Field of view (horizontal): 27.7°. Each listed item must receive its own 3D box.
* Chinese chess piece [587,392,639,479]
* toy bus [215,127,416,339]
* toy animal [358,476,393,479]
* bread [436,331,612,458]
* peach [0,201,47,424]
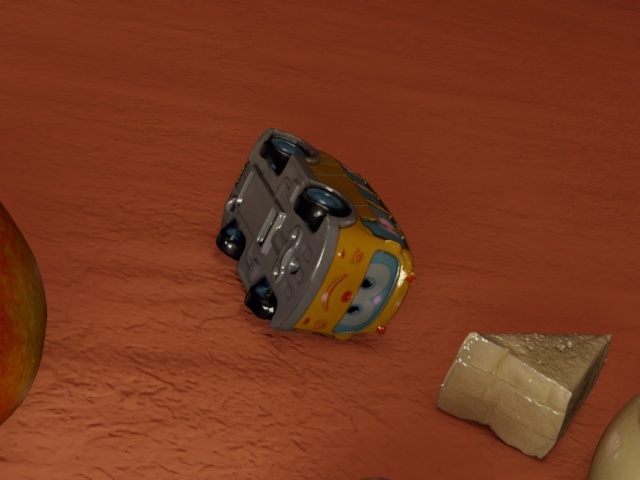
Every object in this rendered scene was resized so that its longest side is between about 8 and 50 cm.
[{"bbox_3d":[0.341,0.216,1.007,0.273,0.102,0.273,16,25,-8],"label":"Chinese chess piece"},{"bbox_3d":[0.000,0.000,1.180,0.136,0.126,0.209,16,23,-28],"label":"toy bus"},{"bbox_3d":[0.037,0.223,0.737,0.156,0.156,0.230,17,15,-6],"label":"toy animal"},{"bbox_3d":[0.182,0.113,1.131,0.105,0.077,0.152,28,25,16],"label":"bread"},{"bbox_3d":[-0.261,0.050,0.809,0.197,0.197,0.197,16,25,-8],"label":"peach"}]
